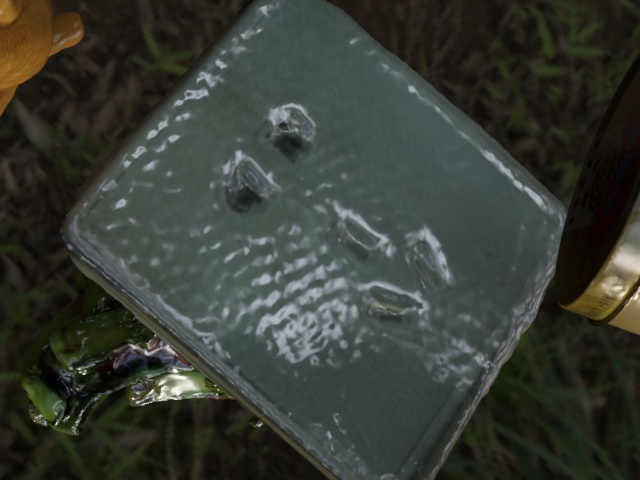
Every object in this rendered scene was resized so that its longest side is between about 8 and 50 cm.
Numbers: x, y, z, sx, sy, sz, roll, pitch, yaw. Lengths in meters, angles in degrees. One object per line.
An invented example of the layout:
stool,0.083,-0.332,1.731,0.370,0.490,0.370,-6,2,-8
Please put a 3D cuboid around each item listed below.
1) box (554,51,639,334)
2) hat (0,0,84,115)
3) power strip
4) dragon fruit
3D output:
box,0.116,-0.019,0.530,0.105,0.037,0.106,-159,-90,-88
hat,-0.172,-0.097,0.663,0.244,0.233,0.233,-32,170,31
power strip,0.000,0.000,0.755,0.198,0.213,0.064,-52,-172,-29
dragon fruit,-0.048,0.020,0.938,0.269,0.200,0.198,-50,119,-37
